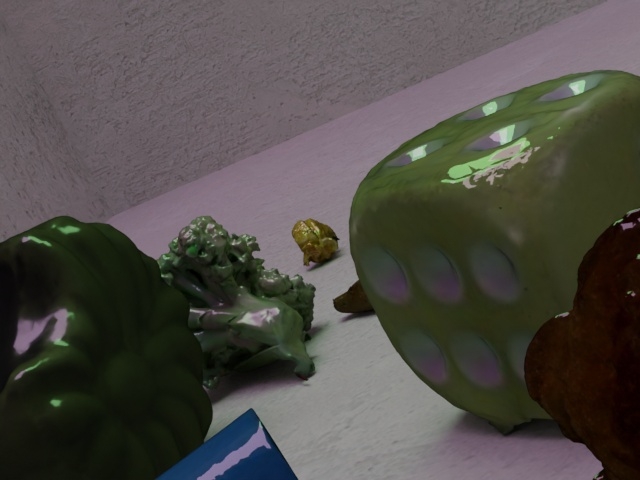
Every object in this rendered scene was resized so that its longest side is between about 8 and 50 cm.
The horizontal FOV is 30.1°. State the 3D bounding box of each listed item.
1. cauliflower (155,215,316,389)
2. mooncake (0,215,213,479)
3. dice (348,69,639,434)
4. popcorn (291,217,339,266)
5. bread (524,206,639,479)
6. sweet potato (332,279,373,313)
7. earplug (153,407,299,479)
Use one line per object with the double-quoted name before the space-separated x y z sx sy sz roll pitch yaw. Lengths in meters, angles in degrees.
"cauliflower" -0.101 0.102 1.555 0.256 0.238 0.315 14 2 -42
"mooncake" -0.258 0.156 1.294 0.187 0.351 0.351 -22 13 20
"dice" 0.201 0.004 1.072 0.250 0.254 0.252 -35 15 -31
"popcorn" 0.000 0.000 1.980 0.084 0.084 0.084 -26 12 6
"bread" 0.259 0.076 0.737 0.247 0.232 0.135 -28 0 34
"sweet potato" 0.121 0.039 1.586 0.233 0.062 0.081 -30 -4 3
"earplug" -0.137 0.272 1.016 0.273 0.132 0.132 -32 12 -6
